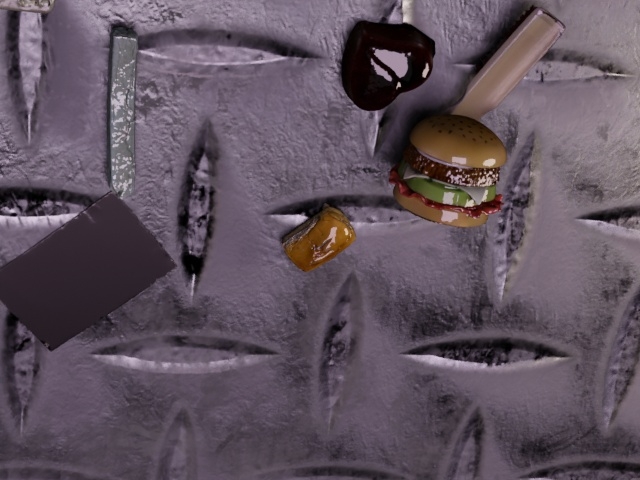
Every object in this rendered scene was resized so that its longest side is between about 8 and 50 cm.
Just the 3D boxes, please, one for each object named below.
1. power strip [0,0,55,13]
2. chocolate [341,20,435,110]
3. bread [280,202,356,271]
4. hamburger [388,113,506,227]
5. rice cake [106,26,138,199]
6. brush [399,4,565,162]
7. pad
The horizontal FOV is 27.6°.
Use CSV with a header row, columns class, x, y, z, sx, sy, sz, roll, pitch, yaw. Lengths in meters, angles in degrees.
class,x,y,z,sx,sy,sz,roll,pitch,yaw
power strip,-0.373,-0.436,1.665,0.093,0.053,0.288,5,115,-14
chocolate,0.097,-0.252,1.847,0.149,0.080,0.125,-27,120,4
bread,0.000,0.000,1.972,0.106,0.053,0.072,-34,115,13
hamburger,0.187,-0.110,1.865,0.175,0.175,0.137,7,113,-15
rice cake,-0.278,-0.177,1.823,0.042,0.045,0.245,-2,117,-14
brush,0.230,-0.215,1.918,0.060,0.050,0.321,29,115,-26
pad,-0.358,0.050,1.948,0.243,0.004,0.163,-34,119,7
